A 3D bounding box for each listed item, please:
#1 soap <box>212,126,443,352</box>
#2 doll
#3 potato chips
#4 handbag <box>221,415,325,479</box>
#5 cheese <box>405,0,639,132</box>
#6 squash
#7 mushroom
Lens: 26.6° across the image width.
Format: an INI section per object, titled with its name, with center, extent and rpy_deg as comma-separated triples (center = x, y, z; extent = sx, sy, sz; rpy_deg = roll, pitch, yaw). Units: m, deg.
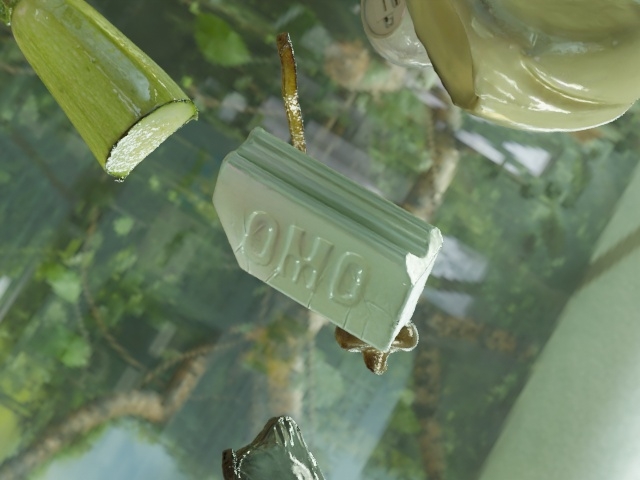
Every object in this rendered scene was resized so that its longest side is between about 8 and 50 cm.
[soap]
center = 0.000, 0.000, 1.740
extent = 0.095, 0.290, 0.172
rpy_deg = -48, 164, -44
[doll]
center = 0.185, -0.286, 1.750
extent = 0.287, 0.151, 0.151
rpy_deg = 0, 136, -39
[potato chips]
center = -0.040, -0.195, 1.927
extent = 0.037, 0.026, 0.204
rpy_deg = -109, -171, -59
[handbag]
center = -0.039, 0.442, 2.166
extent = 0.075, 0.332, 0.191
rpy_deg = -18, -167, 37
[cheese]
center = 0.212, -0.228, 1.353
extent = 0.127, 0.233, 0.266
rpy_deg = 113, -38, -51
[squash]
center = -0.263, -0.205, 1.505
extent = 0.137, 0.287, 0.137
rpy_deg = -34, -161, 13
[mushroom]
center = 0.079, 0.134, 1.934
extent = 0.126, 0.109, 0.085
rpy_deg = -4, -130, 32
